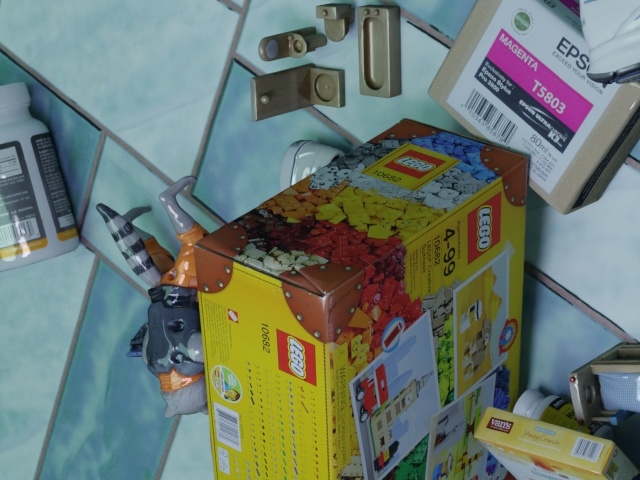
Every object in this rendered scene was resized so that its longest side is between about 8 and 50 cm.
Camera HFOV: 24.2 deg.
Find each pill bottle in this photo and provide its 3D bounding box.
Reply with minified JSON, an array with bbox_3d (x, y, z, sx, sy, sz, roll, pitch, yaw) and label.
[{"bbox_3d":[0.297,0.231,1.843,0.116,0.065,0.065,29,122,30],"label":"pill bottle"},{"bbox_3d":[-0.490,-0.099,2.355,0.162,0.162,0.278,-10,96,42],"label":"pill bottle"}]

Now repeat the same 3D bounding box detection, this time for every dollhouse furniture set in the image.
[{"bbox_3d":[0.386,0.222,1.718,0.129,0.129,0.183,-5,101,42],"label":"dollhouse furniture set"},{"bbox_3d":[0.005,-0.225,1.906,0.151,0.123,0.144,12,112,38],"label":"dollhouse furniture set"}]

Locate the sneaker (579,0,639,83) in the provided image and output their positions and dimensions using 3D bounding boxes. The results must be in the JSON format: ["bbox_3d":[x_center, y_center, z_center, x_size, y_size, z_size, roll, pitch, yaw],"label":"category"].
[{"bbox_3d":[0.399,-0.260,1.524,0.297,0.111,0.129,-18,83,18],"label":"sneaker"}]

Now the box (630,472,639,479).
[{"bbox_3d":[0.562,0.285,1.347,0.472,0.480,0.297,-14,95,43],"label":"box"}]

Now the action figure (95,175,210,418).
[{"bbox_3d":[-0.237,0.104,2.196,0.341,0.178,0.330,-21,81,45],"label":"action figure"}]

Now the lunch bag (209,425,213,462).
[{"bbox_3d":[-0.063,0.236,1.998,0.120,0.258,0.293,2,124,8],"label":"lunch bag"}]

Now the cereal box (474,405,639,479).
[{"bbox_3d":[0.306,0.282,1.756,0.173,0.047,0.240,11,156,40],"label":"cereal box"}]

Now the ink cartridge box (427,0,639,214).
[{"bbox_3d":[0.262,-0.179,1.723,0.235,0.088,0.193,44,129,22],"label":"ink cartridge box"}]

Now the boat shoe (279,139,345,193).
[{"bbox_3d":[0.000,0.000,2.012,0.088,0.096,0.267,14,104,42],"label":"boat shoe"}]

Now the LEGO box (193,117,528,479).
[{"bbox_3d":[0.060,0.165,1.763,0.193,0.372,0.500,22,129,35],"label":"LEGO box"}]
